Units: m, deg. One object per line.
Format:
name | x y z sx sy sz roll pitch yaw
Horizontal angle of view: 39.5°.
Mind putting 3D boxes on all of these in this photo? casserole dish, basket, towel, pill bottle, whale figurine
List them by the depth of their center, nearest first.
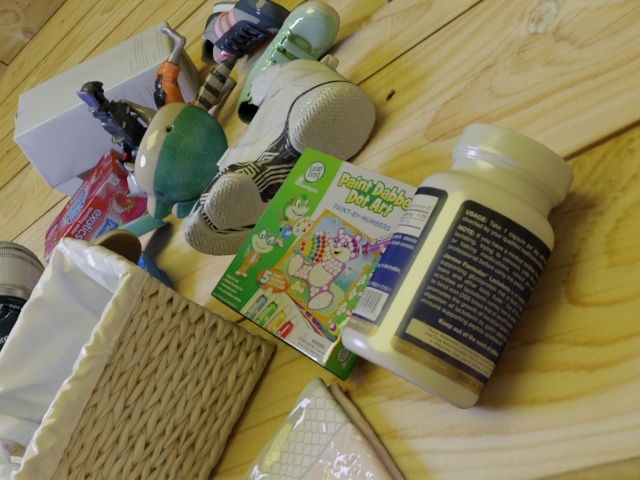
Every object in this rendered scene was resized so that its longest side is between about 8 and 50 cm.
pill bottle | 0.145 0.024 0.911 0.153 0.153 0.265 19 79 59
towel | -0.032 0.356 0.973 0.332 0.053 0.317 -54 31 9
basket | -0.295 0.207 1.277 0.328 0.266 0.331 12 73 58
whale figurine | -0.231 -0.125 1.591 0.272 0.141 0.216 89 -158 -66
casserole dish | -0.385 -0.008 1.726 0.188 0.037 0.114 -28 6 -15

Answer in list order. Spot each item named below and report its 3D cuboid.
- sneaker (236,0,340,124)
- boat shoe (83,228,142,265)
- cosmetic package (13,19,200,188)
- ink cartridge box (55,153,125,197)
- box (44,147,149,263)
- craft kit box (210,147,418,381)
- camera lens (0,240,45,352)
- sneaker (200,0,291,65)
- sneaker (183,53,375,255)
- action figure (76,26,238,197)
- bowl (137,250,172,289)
sneaker | -0.057 -0.294 1.545 0.256 0.094 0.151 -39 29 47
boat shoe | -0.424 0.071 1.587 0.285 0.104 0.089 -44 35 19
cosmetic package | -0.462 -0.299 1.944 0.385 0.156 0.217 -26 37 7
ink cartridge box | -0.551 -0.188 2.125 0.082 0.139 0.191 -35 37 37
box | -0.460 -0.048 1.879 0.257 0.128 0.123 -48 32 16
craft kit box | 0.006 0.019 1.144 0.250 0.061 0.247 25 76 46
camera lens | -0.708 0.148 1.976 0.219 0.219 0.274 -52 31 11
sneaker | -0.155 -0.412 1.796 0.319 0.112 0.131 16 83 65
sneaker | -0.078 -0.141 1.408 0.366 0.137 0.210 -42 33 17
action figure | -0.301 -0.237 1.713 0.178 0.341 0.330 14 78 23
bowl | -0.411 0.198 1.622 0.391 0.077 0.391 -35 35 30
